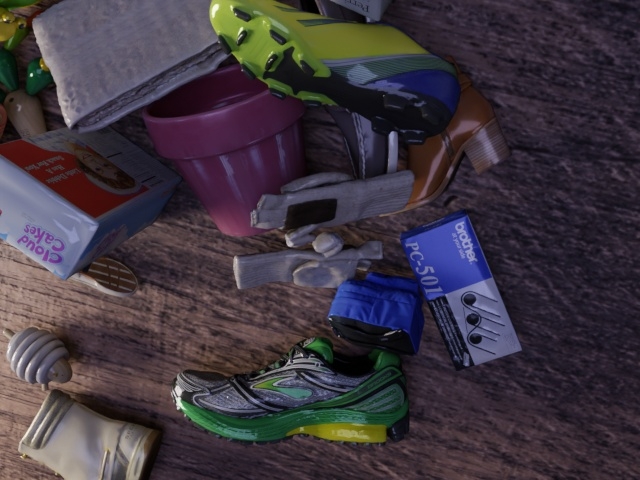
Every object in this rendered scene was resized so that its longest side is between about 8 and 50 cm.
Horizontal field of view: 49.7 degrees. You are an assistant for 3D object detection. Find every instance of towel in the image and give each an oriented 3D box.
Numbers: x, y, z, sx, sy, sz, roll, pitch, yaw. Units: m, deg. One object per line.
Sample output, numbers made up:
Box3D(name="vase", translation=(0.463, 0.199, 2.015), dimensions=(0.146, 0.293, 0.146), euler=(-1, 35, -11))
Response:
Box3D(name="towel", translation=(-0.213, -0.268, 0.859), dimensions=(0.282, 0.049, 0.187), euler=(-27, 67, 2))

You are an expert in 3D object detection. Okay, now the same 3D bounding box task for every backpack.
Box3D(name="backpack", translation=(0.077, 0.097, 0.941), dimensions=(0.120, 0.101, 0.098), euler=(6, 147, 20))

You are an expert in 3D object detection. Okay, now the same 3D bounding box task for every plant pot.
Box3D(name="plant pot", translation=(-0.100, -0.114, 0.885), dimensions=(0.202, 0.201, 0.180), euler=(-11, 119, 13))

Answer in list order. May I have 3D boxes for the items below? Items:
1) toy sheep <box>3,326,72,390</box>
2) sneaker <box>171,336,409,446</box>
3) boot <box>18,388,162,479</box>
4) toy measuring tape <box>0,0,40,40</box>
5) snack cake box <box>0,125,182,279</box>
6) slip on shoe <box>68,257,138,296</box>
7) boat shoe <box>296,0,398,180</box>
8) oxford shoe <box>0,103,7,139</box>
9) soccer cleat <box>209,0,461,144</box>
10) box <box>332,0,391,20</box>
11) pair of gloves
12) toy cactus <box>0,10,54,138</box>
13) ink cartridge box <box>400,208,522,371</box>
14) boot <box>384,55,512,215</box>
Box3D(name="toy sheep", translation=(-0.442, 0.179, 1.075), dimensions=(0.132, 0.091, 0.091), euler=(29, 109, 6))
Box3D(name="sneaker", translation=(-0.044, 0.204, 1.003), dimensions=(0.344, 0.134, 0.146), euler=(0, 99, 1))
Box3D(name="boot", translation=(-0.390, 0.383, 1.117), dimensions=(0.204, 0.095, 0.261), euler=(24, 107, 2))
Box3D(name="toy measuring tape", translation=(-0.385, -0.415, 0.864), dimensions=(0.122, 0.121, 0.329), euler=(2, 90, 9))
Box3D(name="snack cake box", translation=(-0.303, -0.064, 0.884), dimensions=(0.152, 0.264, 0.089), euler=(36, 109, -1))
Box3D(name="slip on shoe", translation=(-0.341, 0.053, 1.045), dimensions=(0.136, 0.051, 0.041), euler=(17, 148, -4))
Box3D(name="boat shoe", translation=(0.026, -0.216, 0.851), dimensions=(0.097, 0.116, 0.324), euler=(-12, 100, -12))
Box3D(name="oxford shoe", translation=(-0.596, -0.114, 0.967), dimensions=(0.397, 0.140, 0.146), euler=(-30, 93, 26))
Box3D(name="soccer cleat", translation=(0.020, -0.206, 0.763), dimensions=(0.289, 0.121, 0.093), euler=(23, 150, -9))
Box3D(name="box", translation=(0.029, -0.366, 0.734), dimensions=(0.181, 0.119, 0.181), euler=(28, 76, 11))
Box3D(name="pair of gloves", translation=(0.000, 0.000, 0.875), dimensions=(0.204, 0.042, 0.240), euler=(-4, 148, -17))
Box3D(name="toy cactus", translation=(-0.429, -0.222, 0.956), dimensions=(0.219, 0.112, 0.180), euler=(-15, 113, 4))
Box3D(name="ink cartridge box", translation=(0.194, 0.070, 0.953), dimensions=(0.097, 0.046, 0.207), euler=(-21, 101, 13))
Box3D(name="boot", translation=(0.131, -0.130, 0.901), dimensions=(0.197, 0.073, 0.152), euler=(-31, 91, 18))
